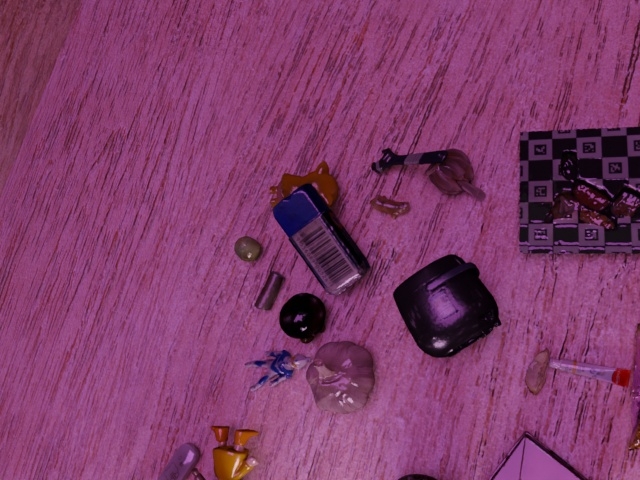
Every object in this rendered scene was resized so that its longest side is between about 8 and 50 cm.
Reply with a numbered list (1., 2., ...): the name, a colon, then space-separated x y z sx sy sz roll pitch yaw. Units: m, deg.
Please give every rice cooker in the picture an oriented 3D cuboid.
1. rice cooker: 0.344 0.180 1.574 0.267 0.267 0.224 -36 67 11

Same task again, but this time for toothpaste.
1. toothpaste: 0.690 0.335 1.505 0.190 0.031 0.048 9 96 23

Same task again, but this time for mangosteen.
1. mangosteen: -0.048 0.239 1.791 0.152 0.152 0.152 -6 74 22

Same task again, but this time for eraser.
1. eraser: 0.000 0.000 1.785 0.155 0.101 0.332 -36 87 17

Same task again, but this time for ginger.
1. ginger: 0.210 -0.108 1.818 0.137 0.044 0.057 17 66 24

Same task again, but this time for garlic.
1. garlic: 0.038 0.385 1.670 0.218 0.212 0.219 -10 67 24
2. garlic: 0.409 -0.190 1.726 0.194 0.127 0.131 29 109 1

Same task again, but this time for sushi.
1. sushi: 0.722 -0.129 1.594 0.343 0.064 0.359 0 75 19

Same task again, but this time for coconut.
1. coconut: -0.241 0.030 1.952 0.088 0.096 0.088 -40 27 25

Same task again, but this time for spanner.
1. spanner: 0.265 -0.249 1.758 0.316 0.024 0.087 5 65 56

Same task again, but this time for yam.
1. yam: -0.165 0.165 1.900 0.054 0.054 0.132 24 87 26

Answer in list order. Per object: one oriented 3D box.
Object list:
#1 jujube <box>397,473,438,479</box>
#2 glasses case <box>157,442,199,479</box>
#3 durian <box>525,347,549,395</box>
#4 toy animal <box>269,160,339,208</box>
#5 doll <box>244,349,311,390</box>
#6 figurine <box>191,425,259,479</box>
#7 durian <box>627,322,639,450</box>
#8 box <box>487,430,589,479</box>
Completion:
1. jujube: 0.247 0.755 1.481 0.226 0.226 0.317 9 83 25
2. glasses case: -0.461 0.741 1.877 0.074 0.049 0.193 35 90 27
3. durian: 0.569 0.343 1.536 0.052 0.066 0.130 16 74 25
4. toy animal: -0.059 -0.159 1.893 0.229 0.156 0.156 -12 72 24
5. doll: -0.132 0.391 1.827 0.227 0.057 0.114 -21 65 19
6. figurine: -0.288 0.734 1.739 0.215 0.187 0.344 -11 66 45
7. durian: 0.845 0.347 1.390 0.191 0.112 0.341 6 77 27
8. box: 0.540 0.632 1.460 0.215 0.086 0.215 37 93 27
